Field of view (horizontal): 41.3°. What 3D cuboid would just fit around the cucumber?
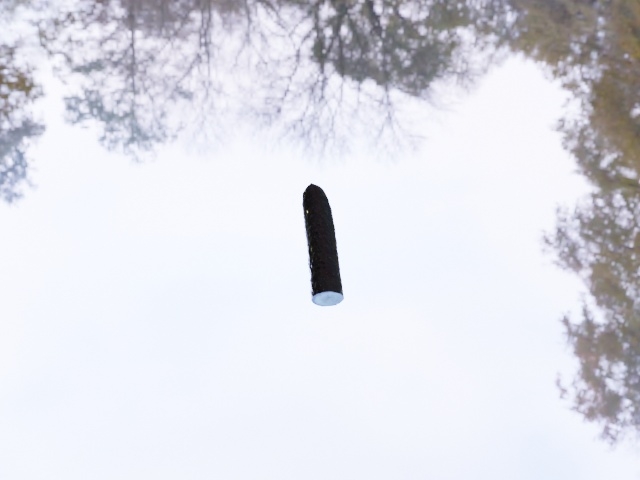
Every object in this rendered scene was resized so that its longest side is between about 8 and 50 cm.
[{"bbox_3d":[0.000,0.000,0.820,0.032,0.032,0.133,-2,-123,-8],"label":"cucumber"}]
